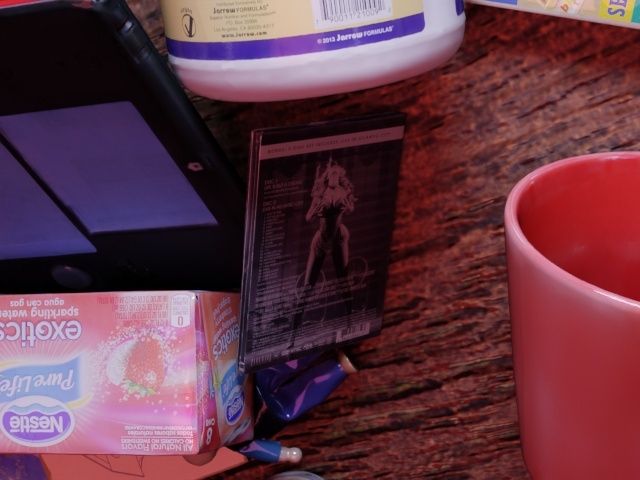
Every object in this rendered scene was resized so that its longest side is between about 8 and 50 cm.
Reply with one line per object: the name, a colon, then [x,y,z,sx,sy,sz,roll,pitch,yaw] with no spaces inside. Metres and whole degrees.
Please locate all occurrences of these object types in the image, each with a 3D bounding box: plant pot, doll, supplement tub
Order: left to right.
doll: [-0.055,0.159,1.156,0.189,0.046,0.129,-34,96,3]
supplement tub: [-0.022,-0.290,0.910,0.241,0.241,0.331,-3,108,15]
plant pot: [0.275,0.090,0.980,0.275,0.275,0.243,9,122,11]

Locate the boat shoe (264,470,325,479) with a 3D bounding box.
boat shoe: [0.032,0.386,1.210,0.123,0.116,0.324,-39,96,23]

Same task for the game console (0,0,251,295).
game console: [-0.242,-0.062,1.022,0.342,0.060,0.386,0,148,23]

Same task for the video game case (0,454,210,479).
video game case: [-0.266,0.322,1.294,0.244,0.061,0.269,28,114,4]

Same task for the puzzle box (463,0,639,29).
puzzle box: [0.270,-0.366,0.911,0.272,0.052,0.409,11,112,11]

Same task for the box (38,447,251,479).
box: [-0.190,0.180,1.200,0.201,0.021,0.164,-21,91,5]

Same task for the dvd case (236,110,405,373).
dvd case: [0.000,0.000,1.065,0.018,0.164,0.221,28,120,45]

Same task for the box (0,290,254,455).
box: [-0.223,0.119,1.094,0.300,0.154,0.142,-2,85,15]
